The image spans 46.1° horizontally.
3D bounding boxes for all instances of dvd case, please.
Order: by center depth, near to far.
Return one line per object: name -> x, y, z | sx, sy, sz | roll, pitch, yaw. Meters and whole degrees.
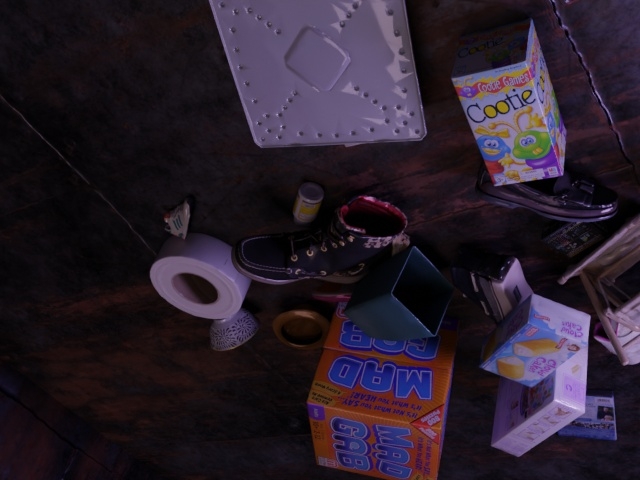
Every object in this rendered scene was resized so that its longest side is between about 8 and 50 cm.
dvd case -> 0.794, 0.524, 2.272 | 0.180, 0.022, 0.253 | 0, 137, 24

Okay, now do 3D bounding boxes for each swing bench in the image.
swing bench -> 0.719, 0.095, 1.677 | 0.255, 0.165, 0.253 | 57, 143, 17

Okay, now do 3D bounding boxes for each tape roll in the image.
tape roll -> -0.347, 0.106, 2.195 | 0.286, 0.100, 0.286 | 12, 139, 10

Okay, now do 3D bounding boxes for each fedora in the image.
fedora -> -0.049, 0.247, 2.251 | 0.194, 0.079, 0.194 | 7, 134, 8

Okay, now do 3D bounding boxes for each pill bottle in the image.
pill bottle -> -0.034, -0.086, 1.876 | 0.065, 0.065, 0.116 | 20, 140, -1

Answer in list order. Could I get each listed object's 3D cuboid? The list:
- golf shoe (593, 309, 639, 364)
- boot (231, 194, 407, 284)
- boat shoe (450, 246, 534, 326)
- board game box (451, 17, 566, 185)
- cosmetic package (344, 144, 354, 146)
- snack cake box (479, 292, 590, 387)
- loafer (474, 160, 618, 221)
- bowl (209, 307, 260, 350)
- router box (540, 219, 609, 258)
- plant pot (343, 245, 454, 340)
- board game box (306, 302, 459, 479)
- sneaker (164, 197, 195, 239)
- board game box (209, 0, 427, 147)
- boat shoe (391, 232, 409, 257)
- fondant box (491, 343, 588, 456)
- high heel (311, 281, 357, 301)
golf shoe -> 0.792, 0.198, 1.834 | 0.140, 0.115, 0.306 | 27, 139, -4
boot -> 0.000, 0.000, 1.817 | 0.377, 0.138, 0.284 | 8, 151, -24
boat shoe -> 0.441, 0.137, 1.919 | 0.158, 0.127, 0.341 | 17, 149, 37
board game box -> 0.370, -0.259, 1.455 | 0.144, 0.142, 0.275 | -8, 133, 29
cosmetic package -> 0.061, -0.265, 1.652 | 0.060, 0.041, 0.115 | -10, 132, 31
snack cake box -> 0.513, 0.247, 1.821 | 0.152, 0.089, 0.264 | 22, 144, -2
loafer -> 0.484, -0.114, 1.608 | 0.302, 0.109, 0.095 | 11, 136, 15
bowl -> -0.277, 0.252, 2.294 | 0.170, 0.170, 0.080 | -10, 118, 31
router box -> 0.583, -0.018, 1.726 | 0.092, 0.038, 0.122 | 32, 139, -14
plant pot -> 0.183, 0.153, 1.918 | 0.165, 0.166, 0.234 | 44, 142, -18
board game box -> 0.188, 0.437, 2.156 | 0.356, 0.356, 0.356 | 8, 139, 13
sneaker -> -0.389, -0.064, 2.050 | 0.075, 0.057, 0.161 | 17, 144, -6
board game box -> 0.000, -0.372, 1.511 | 0.389, 0.050, 0.390 | 0, 128, 22
boat shoe -> 0.203, 0.001, 1.898 | 0.045, 0.050, 0.135 | 4, 144, 7
fondant box -> 0.596, 0.417, 2.059 | 0.096, 0.238, 0.330 | 23, 140, -3
high heel -> 0.101, 0.163, 2.096 | 0.244, 0.082, 0.117 | -11, 125, 15
